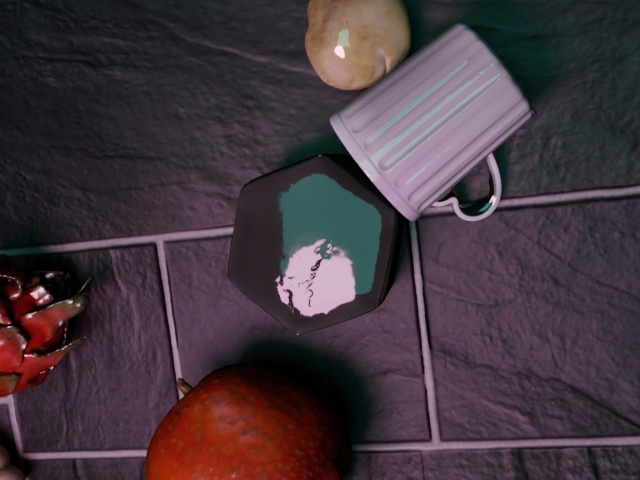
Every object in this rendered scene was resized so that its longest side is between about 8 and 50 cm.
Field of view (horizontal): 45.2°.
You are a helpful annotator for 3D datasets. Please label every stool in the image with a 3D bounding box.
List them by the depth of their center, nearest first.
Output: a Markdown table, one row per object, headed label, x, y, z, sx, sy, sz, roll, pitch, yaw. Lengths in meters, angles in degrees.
| label | x | y | z | sx | sy | sz | roll | pitch | yaw |
| --- | --- | --- | --- | --- | --- | --- | --- | --- | --- |
| stool | 0.000 | 0.000 | 1.006 | 0.232 | 0.141 | 0.232 | 2 | 98 | 14 |

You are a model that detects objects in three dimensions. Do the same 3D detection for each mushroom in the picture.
| label | x | y | z | sx | sy | sz | roll | pitch | yaw |
| --- | --- | --- | --- | --- | --- | --- | --- | --- | --- |
| mushroom | 0.046 | -0.261 | 0.972 | 0.148 | 0.112 | 0.148 | -4 | 101 | -19 |

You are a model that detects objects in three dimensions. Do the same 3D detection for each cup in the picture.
| label | x | y | z | sx | sy | sz | roll | pitch | yaw |
| --- | --- | --- | --- | --- | --- | --- | --- | --- | --- |
| cup | 0.151 | -0.138 | 0.964 | 0.202 | 0.221 | 0.167 | -39 | 54 | 13 |

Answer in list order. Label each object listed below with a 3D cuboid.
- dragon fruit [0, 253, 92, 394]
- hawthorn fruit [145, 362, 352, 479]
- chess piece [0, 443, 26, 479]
| label | x | y | z | sx | sy | sz | roll | pitch | yaw |
| --- | --- | --- | --- | --- | --- | --- | --- | --- | --- |
| dragon fruit | -0.450 | 0.122 | 1.110 | 0.274 | 0.193 | 0.192 | -36 | 93 | -9 |
| hawthorn fruit | -0.096 | 0.290 | 1.012 | 0.299 | 0.275 | 0.275 | 42 | 105 | 18 |
| chess piece | -0.606 | 0.294 | 1.192 | 0.167 | 0.167 | 0.300 | -35 | 85 | 15 |
